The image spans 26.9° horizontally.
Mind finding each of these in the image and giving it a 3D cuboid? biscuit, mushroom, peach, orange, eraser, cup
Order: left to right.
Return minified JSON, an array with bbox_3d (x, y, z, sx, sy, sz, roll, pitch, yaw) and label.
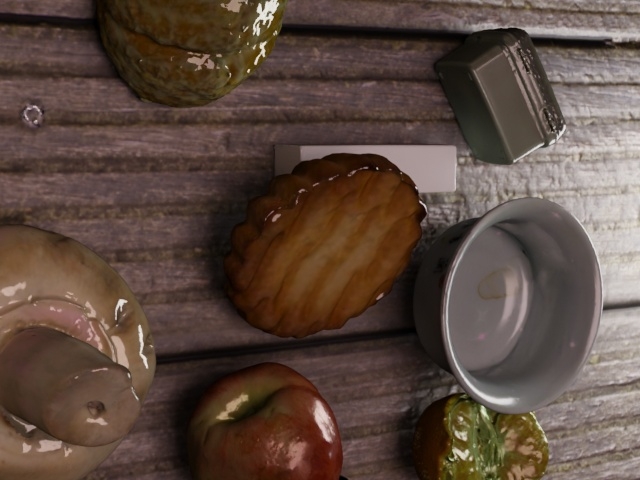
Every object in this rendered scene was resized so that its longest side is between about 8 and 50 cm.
[{"bbox_3d":[-0.378,0.173,1.674,0.325,0.353,0.353,-32,116,6],"label":"mushroom"},{"bbox_3d":[-0.158,-0.367,1.812,0.271,0.210,0.369,-5,95,-32],"label":"orange"},{"bbox_3d":[-0.077,0.311,1.928,0.232,0.232,0.257,-41,136,-24],"label":"peach"},{"bbox_3d":[0.000,0.000,1.960,0.325,0.107,0.326,-19,137,-19],"label":"biscuit"},{"bbox_3d":[0.072,-0.110,2.070,0.298,0.076,0.078,-3,96,-34],"label":"eraser"},{"bbox_3d":[0.246,0.338,2.185,0.237,0.158,0.179,2,81,-35],"label":"orange"},{"bbox_3d":[0.283,0.099,2.184,0.347,0.163,0.347,-3,96,-34],"label":"cup"}]

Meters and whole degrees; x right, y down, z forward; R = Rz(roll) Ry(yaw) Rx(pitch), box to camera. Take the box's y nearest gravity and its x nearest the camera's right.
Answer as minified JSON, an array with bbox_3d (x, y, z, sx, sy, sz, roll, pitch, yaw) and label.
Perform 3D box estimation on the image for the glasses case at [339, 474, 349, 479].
[{"bbox_3d":[-0.012,0.491,2.078,0.103,0.067,0.267,15,87,-33],"label":"glasses case"}]

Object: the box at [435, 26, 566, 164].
[{"bbox_3d":[0.293,-0.233,2.170,0.129,0.148,0.210,-33,110,-19],"label":"box"}]
